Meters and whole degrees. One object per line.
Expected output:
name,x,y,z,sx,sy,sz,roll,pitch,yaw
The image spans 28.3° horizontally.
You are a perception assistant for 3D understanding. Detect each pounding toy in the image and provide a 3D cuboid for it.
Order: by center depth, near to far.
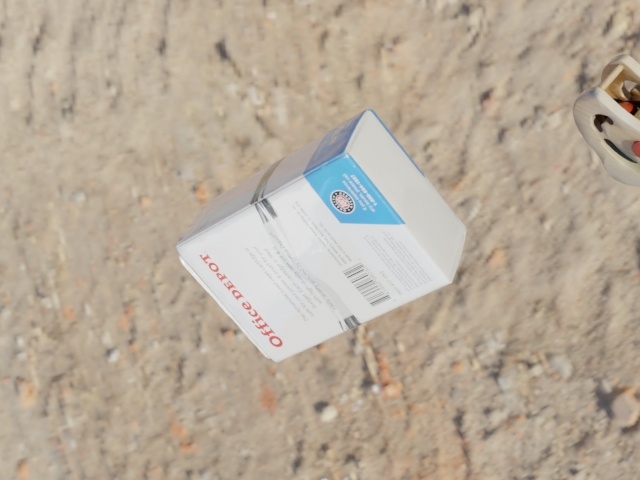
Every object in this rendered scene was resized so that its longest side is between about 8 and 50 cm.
pounding toy,0.419,-0.163,1.557,0.270,0.155,0.154,23,152,43

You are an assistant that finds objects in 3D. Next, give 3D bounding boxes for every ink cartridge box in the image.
ink cartridge box,0.000,0.000,1.041,0.191,0.082,0.139,-27,113,34

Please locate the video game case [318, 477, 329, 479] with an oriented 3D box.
video game case,-0.079,0.285,1.028,0.023,0.193,0.212,45,154,6
